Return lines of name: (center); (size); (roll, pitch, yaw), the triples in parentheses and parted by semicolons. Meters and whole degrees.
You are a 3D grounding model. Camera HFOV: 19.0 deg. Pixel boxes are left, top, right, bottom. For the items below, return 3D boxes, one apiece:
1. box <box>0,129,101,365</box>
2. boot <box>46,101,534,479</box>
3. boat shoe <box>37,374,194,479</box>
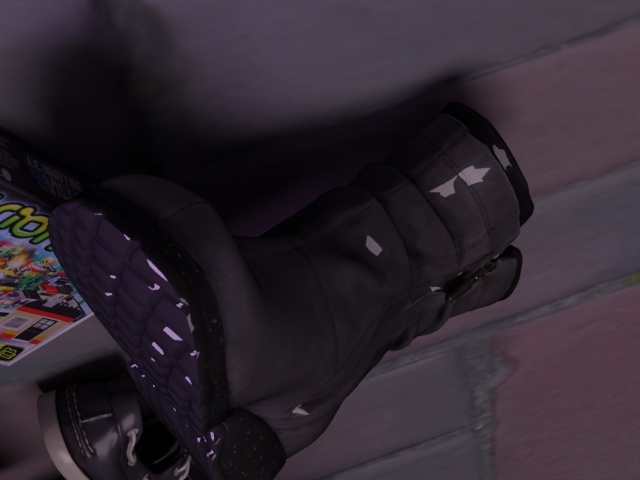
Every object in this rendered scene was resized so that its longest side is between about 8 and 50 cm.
box: (-0.172, -0.002, 0.910); (0.114, 0.036, 0.207); (-31, 152, 18)
boot: (0.000, 0.000, 0.943); (0.223, 0.118, 0.338); (-38, 165, -9)
boat shoe: (-0.103, 0.139, 1.183); (0.065, 0.075, 0.206); (-22, 149, 9)
